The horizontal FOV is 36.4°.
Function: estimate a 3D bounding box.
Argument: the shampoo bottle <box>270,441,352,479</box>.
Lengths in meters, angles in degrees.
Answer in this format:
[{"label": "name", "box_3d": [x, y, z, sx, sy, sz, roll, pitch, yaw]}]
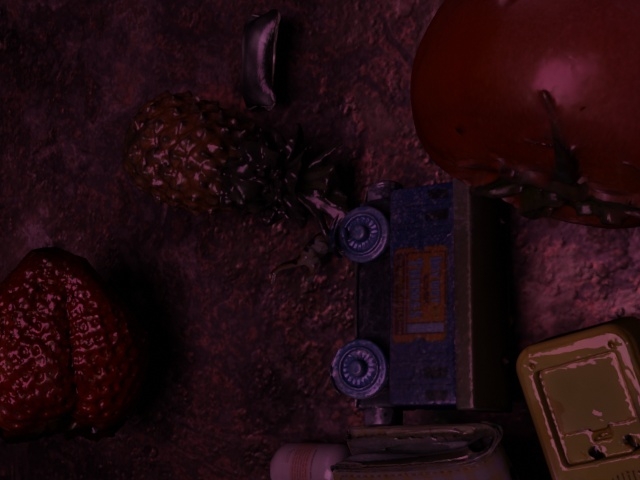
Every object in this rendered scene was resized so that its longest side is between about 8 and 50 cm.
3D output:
[{"label": "shampoo bottle", "box_3d": [0.028, 0.295, 1.243, 0.192, 0.074, 0.074, -7, 87, 32]}]

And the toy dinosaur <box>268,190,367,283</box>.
[{"label": "toy dinosaur", "box_3d": [0.004, 0.011, 1.270, 0.180, 0.037, 0.058, -35, 50, 10]}]

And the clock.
[{"label": "clock", "box_3d": [0.309, 0.193, 1.044, 0.143, 0.096, 0.202, -21, 80, 29]}]

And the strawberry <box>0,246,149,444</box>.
[{"label": "strawberry", "box_3d": [-0.379, 0.144, 1.407, 0.238, 0.250, 0.288, -135, 35, -64]}]

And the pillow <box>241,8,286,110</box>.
[{"label": "pillow", "box_3d": [-0.080, -0.243, 1.315, 0.091, 0.055, 0.135, 9, 94, 35]}]

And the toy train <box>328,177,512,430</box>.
[{"label": "toy train", "box_3d": [0.121, 0.069, 1.128, 0.202, 0.131, 0.299, -7, 76, 30]}]

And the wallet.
[{"label": "wallet", "box_3d": [0.159, 0.343, 1.084, 0.223, 0.077, 0.309, -13, 114, 33]}]

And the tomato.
[{"label": "tomato", "box_3d": [0.255, -0.159, 0.943, 0.341, 0.341, 0.272, 11, 81, 33]}]

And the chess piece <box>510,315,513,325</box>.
[{"label": "chess piece", "box_3d": [0.191, 0.117, 1.158, 0.092, 0.035, 0.035, -41, 69, 23]}]

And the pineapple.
[{"label": "pineapple", "box_3d": [-0.096, -0.088, 1.273, 0.340, 0.169, 0.169, 22, 102, 30]}]
